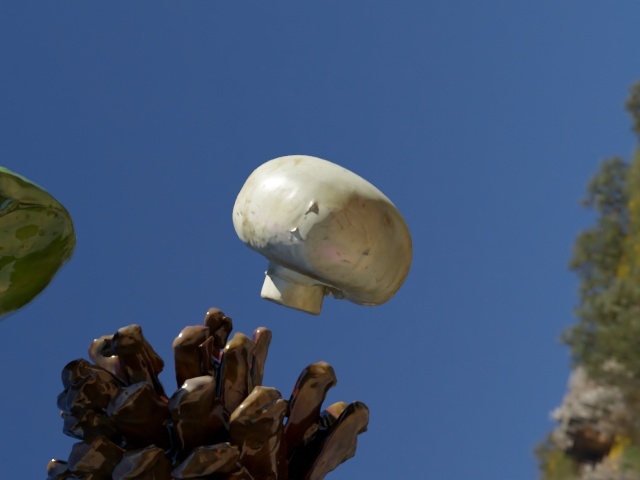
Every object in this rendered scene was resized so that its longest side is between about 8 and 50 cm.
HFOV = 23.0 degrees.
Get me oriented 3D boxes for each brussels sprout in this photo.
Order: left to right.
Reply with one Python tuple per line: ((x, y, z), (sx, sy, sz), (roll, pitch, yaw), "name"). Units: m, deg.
((-0.191, -0.004, 0.780), (0.181, 0.139, 0.100), (109, 176, -64), "brussels sprout")

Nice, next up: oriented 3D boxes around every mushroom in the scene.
((0.000, 0.000, 0.698), (0.083, 0.083, 0.067), (28, -96, -57), "mushroom")

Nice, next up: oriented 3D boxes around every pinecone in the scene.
((-0.056, 0.124, 0.841), (0.150, 0.195, 0.179), (-51, -6, -33), "pinecone")
